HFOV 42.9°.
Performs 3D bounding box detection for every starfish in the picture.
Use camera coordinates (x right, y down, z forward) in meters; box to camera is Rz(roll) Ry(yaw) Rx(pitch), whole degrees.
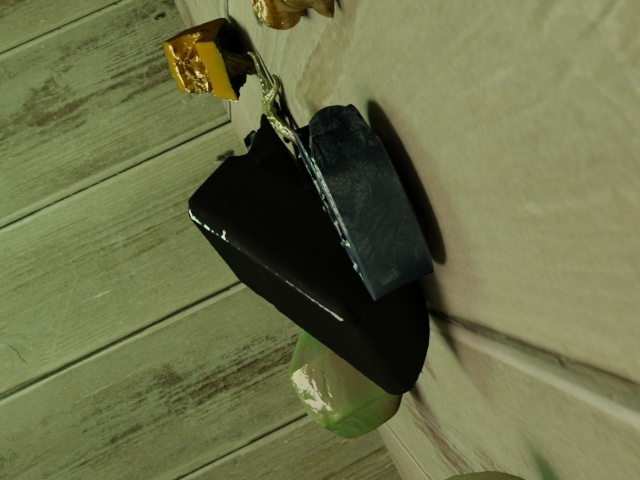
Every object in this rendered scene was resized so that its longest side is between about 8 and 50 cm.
[{"bbox_3d":[-0.079,-0.228,1.393,0.223,0.050,0.216,101,151,-73],"label":"starfish"}]

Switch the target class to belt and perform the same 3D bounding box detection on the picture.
[{"bbox_3d":[0.043,-0.041,0.792,0.190,0.082,0.141,64,178,-7],"label":"belt"}]

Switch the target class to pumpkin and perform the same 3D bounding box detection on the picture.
[{"bbox_3d":[-0.190,-0.347,1.547,0.248,0.126,0.131,26,138,51],"label":"pumpkin"}]

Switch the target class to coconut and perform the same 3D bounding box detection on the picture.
[{"bbox_3d":[0.044,0.237,1.491,0.204,0.236,0.236,-38,75,49],"label":"coconut"}]

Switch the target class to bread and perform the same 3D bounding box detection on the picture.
[{"bbox_3d":[-0.055,-0.271,0.880,0.110,0.044,0.083,-120,8,-63],"label":"bread"}]

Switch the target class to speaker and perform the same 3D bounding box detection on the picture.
[{"bbox_3d":[0.000,0.000,1.023,0.388,0.184,0.180,33,163,43],"label":"speaker"}]

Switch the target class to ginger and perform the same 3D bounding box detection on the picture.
[{"bbox_3d":[-0.018,-0.229,0.733,0.137,0.044,0.057,-131,34,-65],"label":"ginger"}]

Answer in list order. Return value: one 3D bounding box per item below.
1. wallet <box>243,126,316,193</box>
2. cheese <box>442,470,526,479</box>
[{"bbox_3d":[-0.044,-0.083,1.473,0.250,0.075,0.176,62,-172,33],"label":"wallet"},{"bbox_3d":[0.177,0.330,0.729,0.248,0.174,0.251,55,174,9],"label":"cheese"}]
